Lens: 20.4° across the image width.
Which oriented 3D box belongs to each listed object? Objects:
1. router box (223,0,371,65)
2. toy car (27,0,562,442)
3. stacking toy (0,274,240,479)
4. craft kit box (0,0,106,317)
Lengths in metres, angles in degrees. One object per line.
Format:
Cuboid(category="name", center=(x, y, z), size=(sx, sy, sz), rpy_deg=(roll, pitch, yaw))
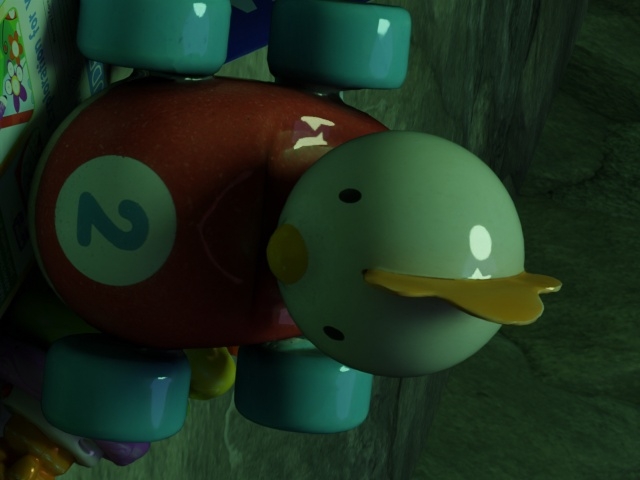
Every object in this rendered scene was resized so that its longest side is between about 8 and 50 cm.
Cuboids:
Cuboid(category="router box", center=(0.077, -0.248, 1.034), size=(0.082, 0.335, 0.301), rpy_deg=(56, 37, -20))
Cuboid(category="toy car", center=(0.000, 0.000, 0.816), size=(0.210, 0.238, 0.219), rpy_deg=(1, 100, -33))
Cuboid(category="stacking toy", center=(-0.119, 0.065, 0.996), size=(0.302, 0.166, 0.175), rpy_deg=(-53, -160, -15))
Cuboid(category="craft kit box", center=(-0.176, -0.049, 0.785), size=(0.250, 0.061, 0.246), rpy_deg=(89, 19, -51))
